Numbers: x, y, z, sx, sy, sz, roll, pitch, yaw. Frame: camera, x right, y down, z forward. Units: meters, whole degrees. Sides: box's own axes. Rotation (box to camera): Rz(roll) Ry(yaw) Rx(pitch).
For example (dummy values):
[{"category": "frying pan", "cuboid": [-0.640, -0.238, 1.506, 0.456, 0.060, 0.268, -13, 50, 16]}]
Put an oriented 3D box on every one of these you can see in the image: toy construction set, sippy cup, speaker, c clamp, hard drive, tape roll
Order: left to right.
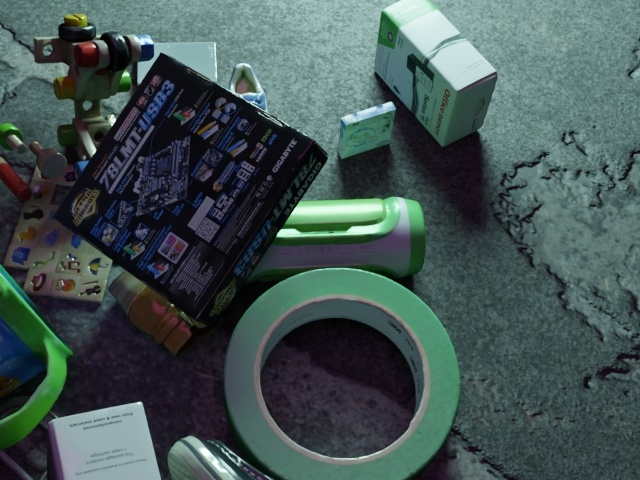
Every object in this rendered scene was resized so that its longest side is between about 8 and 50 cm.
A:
[{"category": "sippy cup", "cuboid": [-0.488, 0.135, 1.262, 0.224, 0.240, 0.305, -39, 26, -13]}, {"category": "c clamp", "cuboid": [-0.395, 0.287, 1.279, 0.137, 0.022, 0.161, -39, 69, -24]}, {"category": "toy construction set", "cuboid": [-0.390, -0.209, 1.493, 0.309, 0.257, 0.237, -36, 46, -18]}, {"category": "hard drive", "cuboid": [-0.246, -0.300, 1.649, 0.135, 0.022, 0.094, -2, 59, -6]}, {"category": "speaker", "cuboid": [0.000, 0.000, 1.423, 0.297, 0.131, 0.131, -2, 59, -5]}, {"category": "tape roll", "cuboid": [0.027, 0.197, 1.316, 0.321, 0.077, 0.321, 2, 64, -3]}]

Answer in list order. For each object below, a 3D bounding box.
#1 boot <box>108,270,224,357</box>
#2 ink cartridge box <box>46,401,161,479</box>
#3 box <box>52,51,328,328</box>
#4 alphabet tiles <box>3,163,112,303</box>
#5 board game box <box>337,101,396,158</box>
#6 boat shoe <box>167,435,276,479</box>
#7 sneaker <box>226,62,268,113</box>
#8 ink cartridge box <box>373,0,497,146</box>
[{"category": "boot", "cuboid": [-0.192, 0.065, 1.403, 0.152, 0.073, 0.197, 41, 76, 20]}, {"category": "ink cartridge box", "cuboid": [-0.242, 0.365, 1.131, 0.117, 0.201, 0.278, -8, 59, -21]}, {"category": "box", "cuboid": [-0.188, -0.077, 1.354, 0.293, 0.073, 0.295, 32, 87, 25]}, {"category": "alphabet tiles", "cuboid": [-0.368, -0.014, 1.474, 0.198, 0.009, 0.237, 8, 59, 0]}, {"category": "board game box", "cuboid": [0.074, -0.179, 1.559, 0.090, 0.090, 0.020, -19, 60, -16]}, {"category": "boat shoe", "cuboid": [0.028, 0.391, 1.160, 0.500, 0.186, 0.156, 35, 57, 10]}, {"category": "sneaker", "cuboid": [-0.123, -0.195, 1.559, 0.080, 0.081, 0.211, -8, 61, -11]}, {"category": "ink cartridge box", "cuboid": [0.187, -0.282, 1.594, 0.087, 0.153, 0.208, -29, 64, -19]}]
